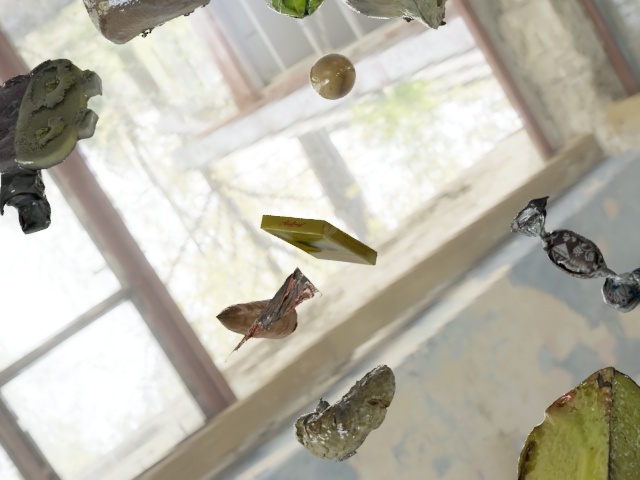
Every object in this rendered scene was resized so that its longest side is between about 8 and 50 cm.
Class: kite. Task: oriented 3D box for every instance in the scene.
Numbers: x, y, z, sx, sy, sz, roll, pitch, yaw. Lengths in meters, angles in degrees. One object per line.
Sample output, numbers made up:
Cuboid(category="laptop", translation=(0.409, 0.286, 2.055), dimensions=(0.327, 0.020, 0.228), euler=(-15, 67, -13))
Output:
Cuboid(category="kite", translation=(-0.049, 0.076, 1.678), dimensions=(0.222, 0.008, 0.125), euler=(-37, -160, 41))

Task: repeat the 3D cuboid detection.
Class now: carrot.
Cuboid(category="carrot", translation=(-0.114, 0.126, 2.063), dimensions=(0.072, 0.072, 0.205), euler=(-27, 163, 22))

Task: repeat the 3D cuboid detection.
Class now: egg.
Cuboid(category="egg", translation=(0.022, -0.276, 2.119), dimensions=(0.080, 0.080, 0.096), euler=(-31, -169, 0))

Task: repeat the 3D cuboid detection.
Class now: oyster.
Cuboid(category="oyster", translation=(0.010, 0.112, 0.866), dimensions=(0.083, 0.038, 0.081), euler=(-62, -156, 4))

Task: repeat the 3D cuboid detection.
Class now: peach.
Cuboid(category="peach", translation=(0.291, 0.288, 1.282), dimensions=(0.159, 0.154, 0.267), euler=(-40, -147, 46))

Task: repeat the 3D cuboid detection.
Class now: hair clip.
Cuboid(category="hair clip", translation=(-0.271, -0.095, 1.158), dimensions=(0.146, 0.056, 0.187), euler=(-14, -123, 13))

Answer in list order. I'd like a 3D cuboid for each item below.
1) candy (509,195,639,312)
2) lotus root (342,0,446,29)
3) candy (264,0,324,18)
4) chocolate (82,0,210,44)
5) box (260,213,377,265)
Cuboid(category="candy", translation=(0.372, 0.019, 1.773), dimensions=(0.094, 0.226, 0.051), euler=(-62, 161, 14))
Cuboid(category="lotus root", translation=(0.081, -0.390, 1.519), dimensions=(0.149, 0.267, 0.260), euler=(8, 166, 15))
Cuboid(category="candy", translation=(-0.026, -0.269, 1.048), dimensions=(0.058, 0.194, 0.062), euler=(29, -122, 28))
Cuboid(category="chocolate", translation=(-0.266, -0.390, 1.849), dimensions=(0.261, 0.161, 0.083), euler=(-22, -179, 36))
Cuboid(category="box", translation=(0.000, 0.000, 1.527), dimensions=(0.087, 0.023, 0.155), euler=(9, 170, 29))
